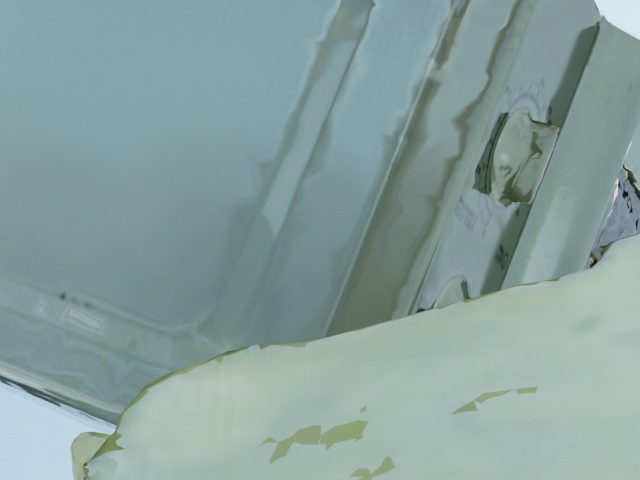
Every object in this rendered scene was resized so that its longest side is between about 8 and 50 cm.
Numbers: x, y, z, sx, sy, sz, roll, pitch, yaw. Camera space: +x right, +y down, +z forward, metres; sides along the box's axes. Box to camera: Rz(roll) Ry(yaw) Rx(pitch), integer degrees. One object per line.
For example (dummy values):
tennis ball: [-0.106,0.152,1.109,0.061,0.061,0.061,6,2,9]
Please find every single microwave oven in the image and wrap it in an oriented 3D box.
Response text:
microwave oven: [0.000,0.000,0.688,0.218,0.286,0.355,-67,-28,-9]

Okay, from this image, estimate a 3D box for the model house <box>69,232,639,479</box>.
model house: [0.113,0.144,0.305,0.261,0.321,0.266,-75,-32,-68]
